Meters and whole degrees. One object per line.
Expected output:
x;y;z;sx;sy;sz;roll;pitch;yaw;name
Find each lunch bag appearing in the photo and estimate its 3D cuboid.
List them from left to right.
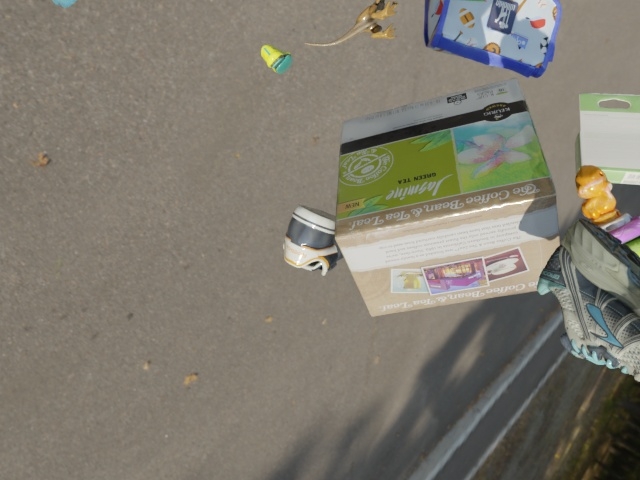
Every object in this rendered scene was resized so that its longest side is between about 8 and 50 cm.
0.466;-0.627;1.568;0.239;0.327;0.386;112;-8;-54;lunch bag

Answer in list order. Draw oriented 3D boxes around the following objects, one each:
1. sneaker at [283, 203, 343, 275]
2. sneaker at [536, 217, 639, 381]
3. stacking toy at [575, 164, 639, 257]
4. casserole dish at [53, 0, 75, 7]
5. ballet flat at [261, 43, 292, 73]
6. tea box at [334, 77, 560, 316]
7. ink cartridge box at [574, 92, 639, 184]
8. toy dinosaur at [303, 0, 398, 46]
0.000;0.000;1.253;0.128;0.126;0.321;-67;160;6;sneaker
0.345;0.106;0.631;0.110;0.283;0.122;17;122;-25;sneaker
0.471;0.021;0.881;0.175;0.302;0.165;-24;177;-31;stacking toy
-0.573;-0.632;1.323;0.188;0.114;0.037;-40;158;10;casserole dish
-0.144;-0.589;1.817;0.077;0.077;0.231;-45;-176;13;ballet flat
0.216;-0.075;0.992;0.324;0.328;0.220;-86;158;-44;tea box
0.717;-0.251;1.389;0.056;0.171;0.235;75;23;-60;ink cartridge box
0.085;-0.407;1.066;0.211;0.112;0.064;-47;133;-15;toy dinosaur
